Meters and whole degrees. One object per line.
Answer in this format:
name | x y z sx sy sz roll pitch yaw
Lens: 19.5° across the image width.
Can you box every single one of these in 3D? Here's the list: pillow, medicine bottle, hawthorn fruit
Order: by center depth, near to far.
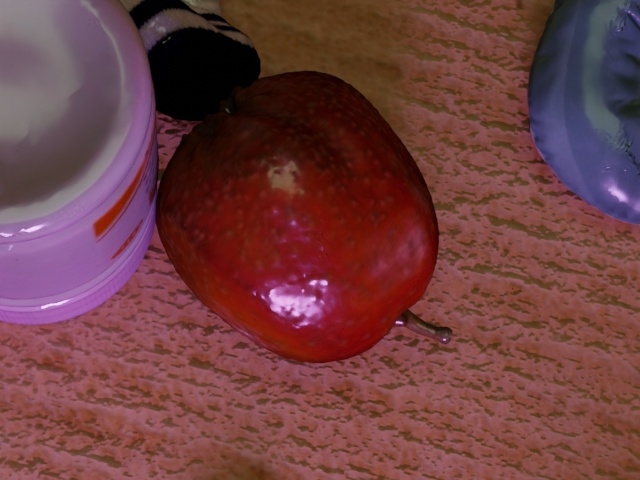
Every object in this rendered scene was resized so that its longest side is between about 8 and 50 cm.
medicine bottle | -0.216 -0.063 1.325 0.202 0.316 0.202 1 78 -4
hawthorn fruit | 0.000 0.000 1.384 0.205 0.205 0.253 -45 103 -11
pillow | 0.274 -0.126 1.485 0.214 0.086 0.233 14 79 -5

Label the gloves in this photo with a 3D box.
gloves | -0.141 -0.188 1.462 0.140 0.131 0.218 -20 41 -22
